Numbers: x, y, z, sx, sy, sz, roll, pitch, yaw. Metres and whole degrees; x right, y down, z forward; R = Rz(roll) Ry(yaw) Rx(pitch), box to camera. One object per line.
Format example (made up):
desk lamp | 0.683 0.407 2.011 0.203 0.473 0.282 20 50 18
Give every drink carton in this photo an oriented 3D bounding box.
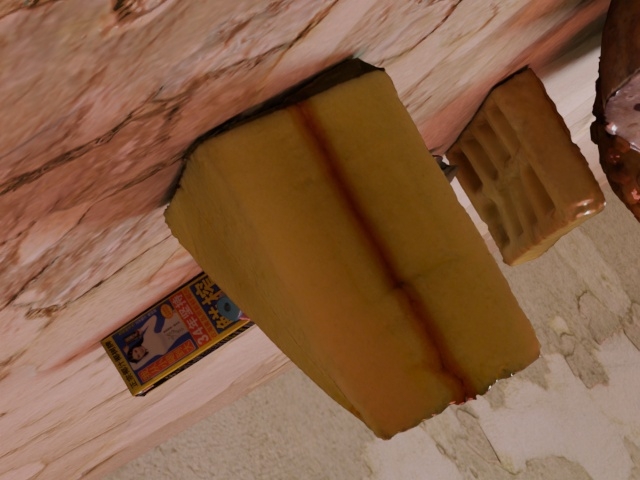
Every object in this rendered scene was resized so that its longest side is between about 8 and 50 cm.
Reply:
drink carton | -0.139 0.090 1.631 0.166 0.071 0.056 -33 170 6

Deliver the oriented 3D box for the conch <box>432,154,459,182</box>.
conch | 0.077 -0.042 1.772 0.180 0.088 0.065 -39 -144 -6

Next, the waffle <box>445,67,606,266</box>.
waffle | 0.222 -0.072 1.746 0.057 0.168 0.274 -25 172 -13

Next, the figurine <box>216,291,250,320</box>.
figurine | -0.011 0.000 1.581 0.260 0.103 0.205 -21 129 -51

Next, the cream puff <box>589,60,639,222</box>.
cream puff | 0.430 -0.160 1.728 0.231 0.343 0.327 10 180 39

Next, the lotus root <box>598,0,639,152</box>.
lotus root | 0.381 -0.210 1.461 0.272 0.192 0.272 -7 159 -3

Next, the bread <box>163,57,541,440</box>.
bread | 0.015 0.027 1.171 0.168 0.264 0.163 -24 168 -23
